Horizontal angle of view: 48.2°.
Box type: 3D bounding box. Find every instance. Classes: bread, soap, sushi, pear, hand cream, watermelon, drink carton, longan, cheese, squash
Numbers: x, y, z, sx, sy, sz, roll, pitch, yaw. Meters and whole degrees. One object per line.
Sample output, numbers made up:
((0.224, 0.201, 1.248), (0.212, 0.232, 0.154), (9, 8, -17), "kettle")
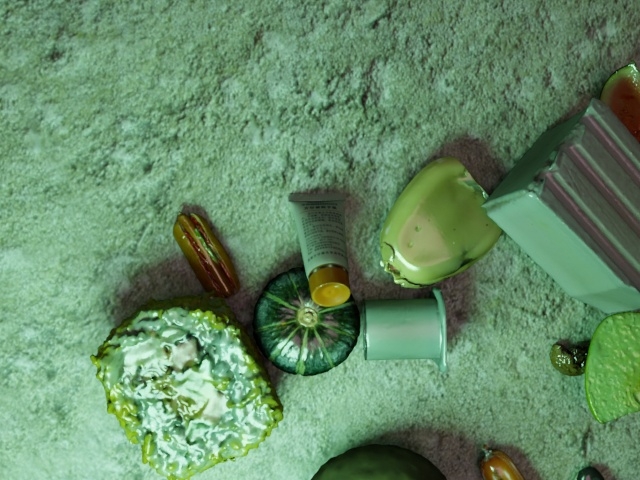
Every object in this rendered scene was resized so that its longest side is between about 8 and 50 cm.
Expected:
((0.635, 0.301, 1.794), (0.113, 0.060, 0.082), (0, 90, -9), "bread")
((0.644, -0.052, 1.661), (0.435, 0.213, 0.350), (44, 63, -8), "soap")
((-0.301, 0.316, 1.582), (0.351, 0.240, 0.396), (-28, 99, -4), "sushi")
((0.738, 0.296, 1.743), (0.288, 0.139, 0.239), (-15, 84, -10), "pear")
((0.000, 0.000, 1.618), (0.140, 0.089, 0.314), (1, 50, -6), "hand cream")
((0.804, -0.297, 1.760), (0.128, 0.159, 0.303), (-36, 95, -34), "watermelon")
((0.194, 0.205, 1.688), (0.190, 0.185, 0.191), (-1, 94, 4), "drink carton")
((0.131, 0.656, 1.596), (0.391, 0.391, 0.391), (0, 92, -7), "longan")
((0.275, -0.021, 1.707), (0.259, 0.128, 0.316), (45, 79, -3), "cheese")
((-0.034, 0.187, 1.651), (0.252, 0.165, 0.252), (1, 79, -3), "squash")

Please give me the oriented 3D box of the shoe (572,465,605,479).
((0.704, 0.688, 1.793), (0.099, 0.112, 0.227), (-11, 95, -5), "shoe")

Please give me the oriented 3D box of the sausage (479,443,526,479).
((0.485, 0.638, 1.774), (0.093, 0.093, 0.312), (-34, 96, -5), "sausage")

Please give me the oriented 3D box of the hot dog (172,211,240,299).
((-0.269, 0.034, 1.668), (0.092, 0.062, 0.235), (-33, 95, -1), "hot dog")
